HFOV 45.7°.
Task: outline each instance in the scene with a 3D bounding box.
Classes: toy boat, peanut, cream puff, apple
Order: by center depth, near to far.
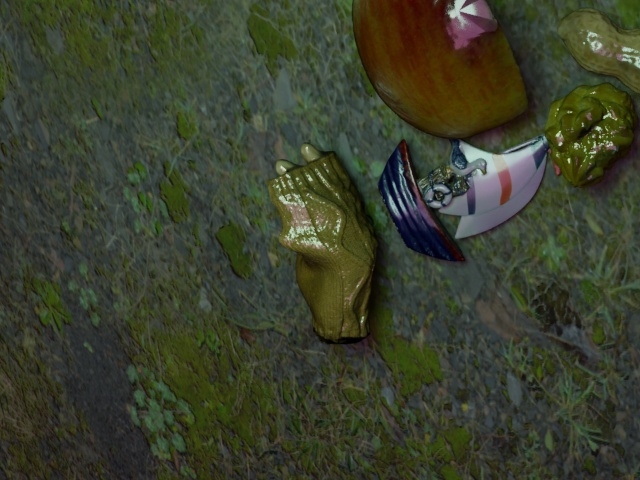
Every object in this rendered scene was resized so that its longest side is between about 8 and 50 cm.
[{"bbox_3d":[0.436,-0.278,1.107,0.193,0.089,0.089,30,114,9],"label":"peanut"},{"bbox_3d":[0.403,-0.153,1.125,0.146,0.116,0.146,2,127,3],"label":"cream puff"},{"bbox_3d":[0.167,-0.307,1.145,0.254,0.179,0.346,-30,95,43],"label":"apple"},{"bbox_3d":[0.255,-0.071,1.260,0.319,0.072,0.219,-1,104,10],"label":"toy boat"}]

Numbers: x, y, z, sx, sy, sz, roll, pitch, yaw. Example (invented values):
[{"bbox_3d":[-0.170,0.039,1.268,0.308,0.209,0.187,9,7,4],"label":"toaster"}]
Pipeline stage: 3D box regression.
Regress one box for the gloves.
[{"bbox_3d":[0.016,0.003,1.304,0.156,0.203,0.356,-17,107,1],"label":"gloves"}]
